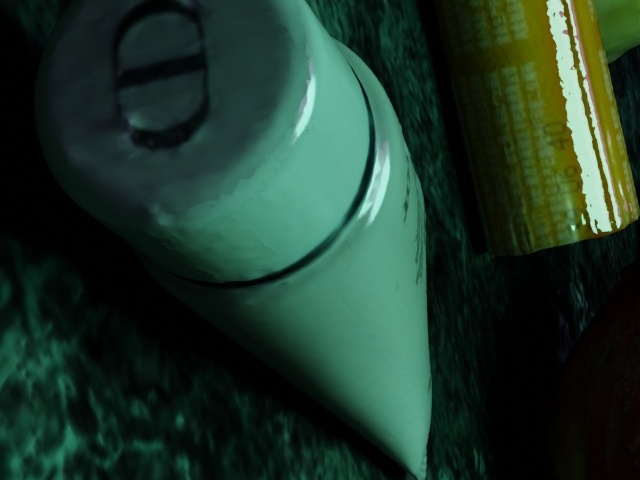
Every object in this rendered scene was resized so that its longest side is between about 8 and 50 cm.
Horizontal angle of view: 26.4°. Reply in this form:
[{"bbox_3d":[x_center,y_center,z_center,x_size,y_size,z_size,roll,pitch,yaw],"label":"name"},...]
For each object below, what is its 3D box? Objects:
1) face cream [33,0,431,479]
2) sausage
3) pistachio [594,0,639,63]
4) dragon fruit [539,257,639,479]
[{"bbox_3d":[0.000,0.000,0.488,0.314,0.089,0.143,48,37,-69],"label":"face cream"},{"bbox_3d":[0.104,-0.152,0.765,0.093,0.093,0.312,-24,102,-67],"label":"sausage"},{"bbox_3d":[0.187,-0.218,0.904,0.260,0.163,0.213,-19,129,-70],"label":"pistachio"},{"bbox_3d":[0.261,0.142,0.761,0.295,0.295,0.302,56,23,-43],"label":"dragon fruit"}]
